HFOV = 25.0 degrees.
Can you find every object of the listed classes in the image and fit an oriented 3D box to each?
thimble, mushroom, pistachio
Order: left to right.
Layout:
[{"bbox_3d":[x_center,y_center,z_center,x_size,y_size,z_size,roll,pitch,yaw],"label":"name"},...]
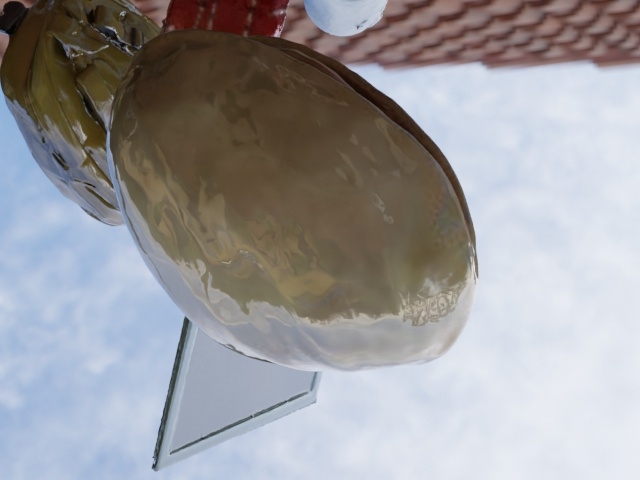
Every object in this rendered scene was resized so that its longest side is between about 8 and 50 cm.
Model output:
[{"bbox_3d":[-0.107,-0.227,1.533,0.125,0.163,0.189,16,-154,-7],"label":"thimble"},{"bbox_3d":[-0.020,-0.023,1.075,0.230,0.230,0.309,-32,-104,-24],"label":"pistachio"},{"bbox_3d":[0.050,-0.391,2.190,0.126,0.397,0.177,40,-97,1],"label":"mushroom"}]

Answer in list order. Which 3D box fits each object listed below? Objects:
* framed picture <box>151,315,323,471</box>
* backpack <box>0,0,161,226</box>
[{"bbox_3d":[-0.057,0.091,1.376,0.017,0.217,0.274,25,-161,27],"label":"framed picture"},{"bbox_3d":[-0.335,-0.217,2.190,0.201,0.378,0.353,-12,-141,25],"label":"backpack"}]
